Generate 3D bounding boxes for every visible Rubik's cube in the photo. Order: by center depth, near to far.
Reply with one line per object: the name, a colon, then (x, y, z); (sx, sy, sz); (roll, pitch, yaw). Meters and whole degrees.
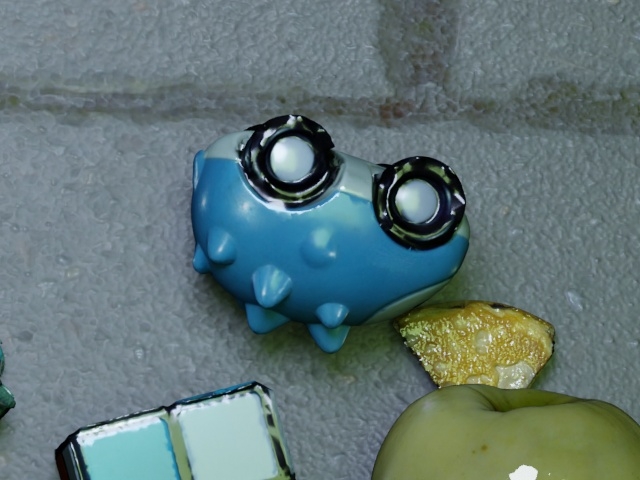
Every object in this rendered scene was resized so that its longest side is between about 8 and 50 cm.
Rubik's cube: (-0.116, 0.231, 1.698); (0.183, 0.167, 0.180); (-16, 83, -16)

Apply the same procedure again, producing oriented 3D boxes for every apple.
apple: (0.172, 0.242, 1.727); (0.262, 0.262, 0.262); (2, 80, -12)

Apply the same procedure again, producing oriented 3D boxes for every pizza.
pizza: (0.145, 0.104, 1.847); (0.160, 0.036, 0.099); (3, 79, -11)

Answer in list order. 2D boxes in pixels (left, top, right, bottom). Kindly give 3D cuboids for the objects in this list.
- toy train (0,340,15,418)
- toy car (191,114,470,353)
toy train: (-0.362, 0.103, 1.702); (0.198, 0.107, 0.154); (45, 82, -1)
toy car: (0.000, 0.000, 1.757); (0.255, 0.188, 0.190); (17, 85, -12)
